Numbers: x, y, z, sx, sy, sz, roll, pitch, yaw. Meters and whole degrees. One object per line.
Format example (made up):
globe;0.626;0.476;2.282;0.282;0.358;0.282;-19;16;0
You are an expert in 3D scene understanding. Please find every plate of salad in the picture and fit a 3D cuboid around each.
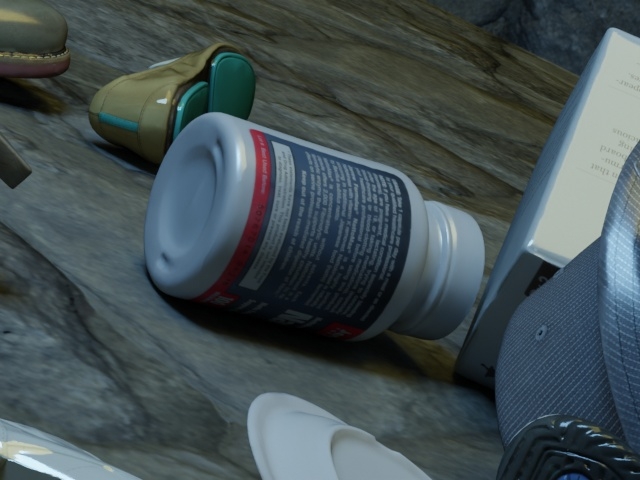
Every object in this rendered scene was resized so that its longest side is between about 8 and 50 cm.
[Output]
plate of salad;0.036;0.140;0.740;0.200;0.048;0.200;44;11;-11

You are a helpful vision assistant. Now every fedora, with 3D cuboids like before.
fedora;0.172;0.073;0.946;0.244;0.124;0.275;50;37;-25

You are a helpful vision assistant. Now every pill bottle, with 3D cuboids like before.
pill bottle;0.000;0.000;1.108;0.180;0.108;0.108;16;16;-29

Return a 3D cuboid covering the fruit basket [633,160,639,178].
fruit basket;0.271;0.135;0.743;0.353;0.165;0.327;47;16;-18

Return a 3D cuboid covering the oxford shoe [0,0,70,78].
oxford shoe;-0.323;-0.213;1.312;0.348;0.130;0.123;22;14;-10

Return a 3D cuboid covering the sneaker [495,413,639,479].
sneaker;0.139;0.160;0.751;0.211;0.080;0.081;55;6;5

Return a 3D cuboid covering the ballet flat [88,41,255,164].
ballet flat;-0.106;-0.107;1.400;0.073;0.080;0.232;11;10;10

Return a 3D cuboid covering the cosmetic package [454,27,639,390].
cosmetic package;0.192;0.006;1.151;0.151;0.151;0.183;24;57;2

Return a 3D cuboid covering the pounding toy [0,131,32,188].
pounding toy;-0.276;-0.073;1.007;0.269;0.155;0.154;47;-4;36

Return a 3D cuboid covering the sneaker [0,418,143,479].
sneaker;-0.059;0.116;0.646;0.235;0.090;0.095;29;4;9
